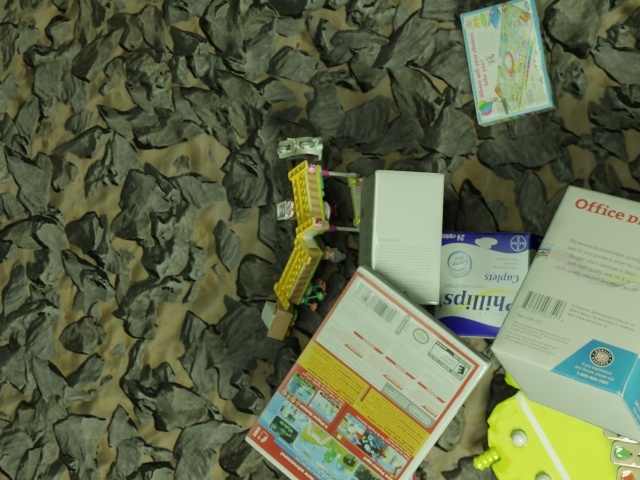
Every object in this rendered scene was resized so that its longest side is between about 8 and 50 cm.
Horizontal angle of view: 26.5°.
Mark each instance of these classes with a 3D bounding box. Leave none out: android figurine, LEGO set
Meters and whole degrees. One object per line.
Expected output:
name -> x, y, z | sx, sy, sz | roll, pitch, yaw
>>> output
android figurine -> 0.323, 0.246, 1.717 | 0.273, 0.056, 0.248 | -31, 74, 16
LEGO set -> 0.000, 0.000, 1.875 | 0.132, 0.107, 0.287 | 7, 93, 59

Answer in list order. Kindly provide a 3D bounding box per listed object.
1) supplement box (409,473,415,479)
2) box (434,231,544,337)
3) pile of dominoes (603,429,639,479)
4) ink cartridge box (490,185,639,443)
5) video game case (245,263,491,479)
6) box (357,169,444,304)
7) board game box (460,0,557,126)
supplement box -> 0.051, 0.262, 1.802 | 0.114, 0.111, 0.220 | -12, 80, 23
box -> 0.220, 0.059, 1.767 | 0.126, 0.072, 0.137 | 1, 86, 24
pile of dominoes -> 0.457, 0.311, 1.621 | 0.196, 0.040, 0.251 | -12, 85, 6
ink cartridge box -> 0.344, 0.086, 1.609 | 0.171, 0.168, 0.233 | 19, 72, 34
video game case -> 0.055, 0.202, 1.706 | 0.204, 0.025, 0.285 | 38, 107, 16
box -> 0.103, 0.000, 1.779 | 0.091, 0.130, 0.170 | 3, 87, -6
board game box -> 0.249, -0.238, 1.805 | 0.103, 0.026, 0.154 | -12, 81, 22
